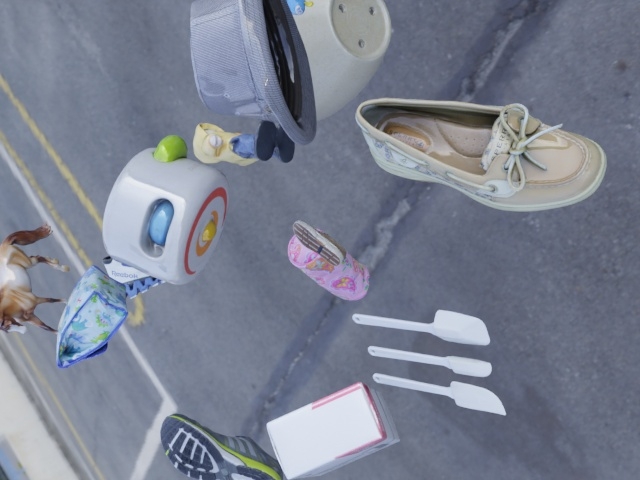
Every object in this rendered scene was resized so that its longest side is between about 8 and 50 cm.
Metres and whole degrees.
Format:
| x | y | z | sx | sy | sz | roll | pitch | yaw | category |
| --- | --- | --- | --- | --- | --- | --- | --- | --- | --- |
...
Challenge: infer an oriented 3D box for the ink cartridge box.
| x | y | z | sx | sy | sz | roll | pitch | yaw | category |
| --- | --- | --- | --- | --- | --- | --- | --- | --- | --- |
| 0.027 | 0.298 | 1.232 | 0.218 | 0.158 | 0.092 | 48 | -162 | -72 | ink cartridge box |

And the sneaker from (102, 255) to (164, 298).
| x | y | z | sx | sy | sz | roll | pitch | yaw | category |
| --- | --- | --- | --- | --- | --- | --- | --- | --- | --- |
| -0.453 | 0.023 | 2.130 | 0.182 | 0.315 | 0.127 | 63 | -179 | -17 | sneaker |

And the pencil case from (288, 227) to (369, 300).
| x | y | z | sx | sy | sz | roll | pitch | yaw | category |
| --- | --- | --- | --- | --- | --- | --- | --- | --- | --- |
| 0.028 | 0.066 | 2.144 | 0.124 | 0.124 | 0.284 | 31 | 176 | 40 | pencil case |

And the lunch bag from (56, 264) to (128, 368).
| x | y | z | sx | sy | sz | roll | pitch | yaw | category |
| --- | --- | --- | --- | --- | --- | --- | --- | --- | --- |
| -0.412 | 0.141 | 1.397 | 0.096 | 0.151 | 0.129 | 40 | -176 | -24 | lunch bag |

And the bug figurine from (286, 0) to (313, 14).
| x | y | z | sx | sy | sz | roll | pitch | yaw | category |
| --- | --- | --- | --- | --- | --- | --- | --- | --- | --- |
| -0.142 | -0.480 | 1.367 | 0.216 | 0.072 | 0.279 | 17 | 162 | 37 | bug figurine |

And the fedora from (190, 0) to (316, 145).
| x | y | z | sx | sy | sz | roll | pitch | yaw | category |
| --- | --- | --- | --- | --- | --- | --- | --- | --- | --- |
| -0.101 | -0.246 | 1.086 | 0.275 | 0.124 | 0.244 | 42 | -141 | -72 | fedora |

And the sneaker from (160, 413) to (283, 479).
| x | y | z | sx | sy | sz | roll | pitch | yaw | category |
| --- | --- | --- | --- | --- | --- | --- | --- | --- | --- |
| -0.210 | 0.465 | 1.716 | 0.299 | 0.121 | 0.111 | 33 | 105 | -1 | sneaker |

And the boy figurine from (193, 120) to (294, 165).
| x | y | z | sx | sy | sz | roll | pitch | yaw | category |
| --- | --- | --- | --- | --- | --- | --- | --- | --- | --- |
| -0.171 | -0.205 | 1.678 | 0.285 | 0.177 | 0.092 | 10 | 97 | 51 | boy figurine |

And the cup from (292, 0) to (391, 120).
| x | y | z | sx | sy | sz | roll | pitch | yaw | category |
| --- | --- | --- | --- | --- | --- | --- | --- | --- | --- |
| 0.012 | -0.437 | 1.691 | 0.237 | 0.331 | 0.331 | -8 | 109 | 53 | cup |

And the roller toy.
| x | y | z | sx | sy | sz | roll | pitch | yaw | category |
| --- | --- | --- | --- | --- | --- | --- | --- | --- | --- |
| -0.228 | -0.034 | 1.223 | 0.146 | 0.191 | 0.209 | 21 | 148 | 10 | roller toy |

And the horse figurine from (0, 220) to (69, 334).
| x | y | z | sx | sy | sz | roll | pitch | yaw | category |
| --- | --- | --- | --- | --- | --- | --- | --- | --- | --- |
| -0.549 | 0.077 | 1.487 | 0.066 | 0.174 | 0.263 | -37 | 56 | 28 | horse figurine |

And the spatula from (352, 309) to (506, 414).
| x | y | z | sx | sy | sz | roll | pitch | yaw | category |
| --- | --- | --- | --- | --- | --- | --- | --- | --- | --- |
| 0.159 | 0.174 | 1.204 | 0.242 | 0.019 | 0.168 | 4 | 124 | 43 | spatula |

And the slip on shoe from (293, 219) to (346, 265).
| x | y | z | sx | sy | sz | roll | pitch | yaw | category |
| --- | --- | --- | --- | --- | --- | --- | --- | --- | --- |
| 0.000 | 0.000 | 1.743 | 0.135 | 0.041 | 0.051 | 37 | 137 | 6 | slip on shoe |

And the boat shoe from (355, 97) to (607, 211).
| x | y | z | sx | sy | sz | roll | pitch | yaw | category |
| --- | --- | --- | --- | --- | --- | --- | --- | --- | --- |
| 0.172 | -0.103 | 0.895 | 0.285 | 0.105 | 0.089 | 11 | 165 | 29 | boat shoe |
